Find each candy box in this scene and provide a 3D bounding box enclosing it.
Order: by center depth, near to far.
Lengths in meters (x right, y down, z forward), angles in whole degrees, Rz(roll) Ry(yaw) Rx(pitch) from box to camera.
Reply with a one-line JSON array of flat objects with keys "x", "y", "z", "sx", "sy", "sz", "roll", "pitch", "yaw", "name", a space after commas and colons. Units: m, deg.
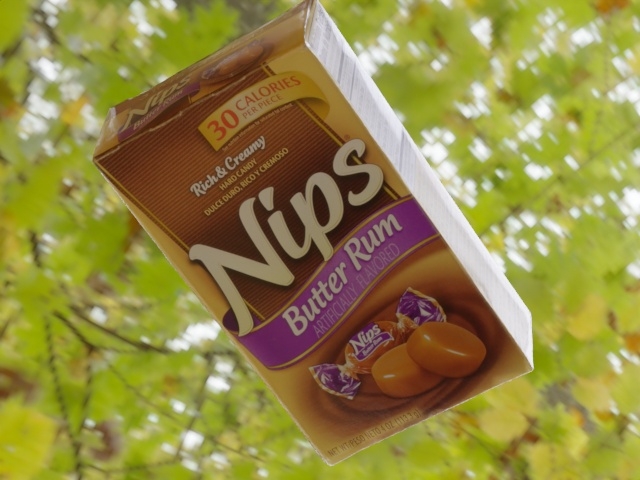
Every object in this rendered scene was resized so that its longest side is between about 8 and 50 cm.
[{"x": 0.000, "y": 0.000, "z": 0.858, "sx": 0.109, "sy": 0.186, "sz": 0.053, "roll": -28, "pitch": -156, "yaw": 19, "name": "candy box"}]
